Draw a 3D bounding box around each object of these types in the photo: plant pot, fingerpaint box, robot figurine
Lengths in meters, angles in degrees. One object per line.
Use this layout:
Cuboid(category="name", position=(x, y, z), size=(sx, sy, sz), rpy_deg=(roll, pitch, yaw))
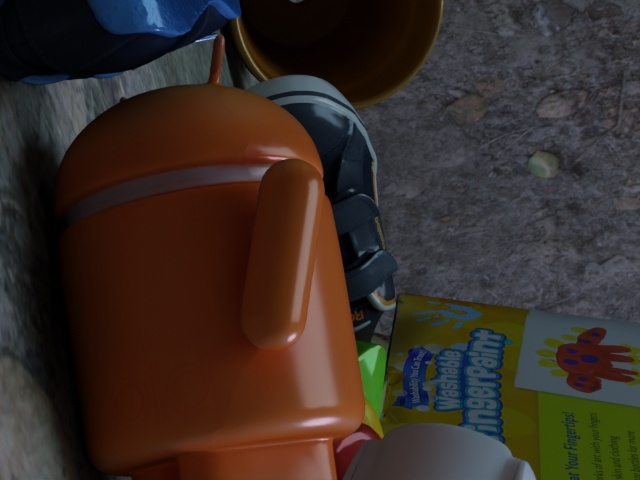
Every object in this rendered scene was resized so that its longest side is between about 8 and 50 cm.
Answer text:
Cuboid(category="plant pot", position=(-0.004, -0.240, 1.728), size=(0.188, 0.205, 0.205), rpy_deg=(-136, -148, -71))
Cuboid(category="fingerpaint box", position=(0.217, 0.213, 1.381), size=(0.445, 0.371, 0.163), rpy_deg=(-75, 172, -70))
Cuboid(category="robot figurine", position=(-0.049, 0.025, 0.786), size=(0.158, 0.128, 0.219), rpy_deg=(58, 21, -77))

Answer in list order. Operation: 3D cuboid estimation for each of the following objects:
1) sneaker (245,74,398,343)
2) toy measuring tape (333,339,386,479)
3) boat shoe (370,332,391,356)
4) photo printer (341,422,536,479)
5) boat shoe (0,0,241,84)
Cuboid(category="sneaker", position=(0.000, 0.000, 1.494), size=(0.321, 0.126, 0.127), rpy_deg=(75, 0, -54))
Cuboid(category="toy measuring tape", position=(-0.029, 0.186, 0.971), size=(0.121, 0.121, 0.330), rpy_deg=(-41, 137, -85))
Cuboid(category="boat shoe", position=(0.043, 0.240, 1.664), size=(0.116, 0.123, 0.324), rpy_deg=(20, 58, -43))
Cuboid(category="photo printer", position=(0.034, 0.282, 0.854), size=(0.307, 0.107, 0.256), rpy_deg=(-63, 149, -43))
Cuboid(category="boat shoe", position=(-0.102, -0.129, 0.831), size=(0.109, 0.089, 0.258), rpy_deg=(65, 11, -4))
